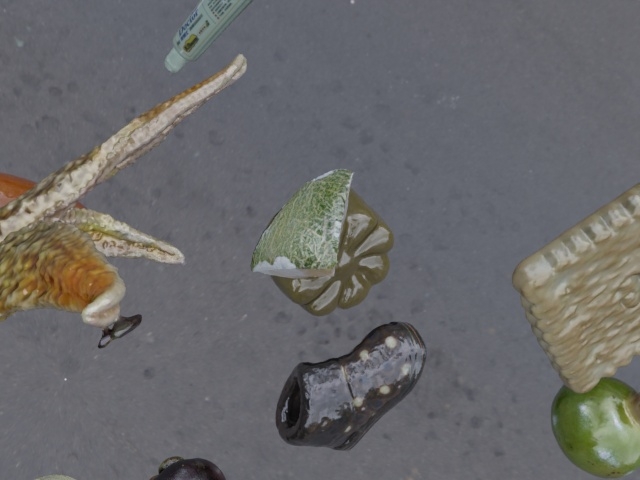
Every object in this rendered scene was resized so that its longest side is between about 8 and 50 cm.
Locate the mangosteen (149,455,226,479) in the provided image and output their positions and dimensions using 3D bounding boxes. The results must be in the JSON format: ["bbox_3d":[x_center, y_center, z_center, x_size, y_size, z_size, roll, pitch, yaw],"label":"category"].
[{"bbox_3d":[-0.317,0.582,1.552,0.194,0.230,0.194,-9,113,-23],"label":"mangosteen"}]

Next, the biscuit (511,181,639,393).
[{"bbox_3d":[0.339,0.003,0.626,0.325,0.044,0.217,-35,127,4],"label":"biscuit"}]

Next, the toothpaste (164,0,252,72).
[{"bbox_3d":[-0.126,-0.299,0.850,0.037,0.255,0.067,-22,78,-52],"label":"toothpaste"}]

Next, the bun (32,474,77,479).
[{"bbox_3d":[-0.483,0.532,1.181,0.229,0.145,0.229,17,62,-34],"label":"bun"}]

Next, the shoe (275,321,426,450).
[{"bbox_3d":[0.052,0.325,1.516,0.237,0.384,0.171,15,34,-36],"label":"shoe"}]

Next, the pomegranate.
[{"bbox_3d":[0.492,0.306,1.147,0.179,0.210,0.179,2,49,-2],"label":"pomegranate"}]

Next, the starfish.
[{"bbox_3d":[-0.215,0.045,0.484,0.132,0.384,0.398,56,28,-12],"label":"starfish"}]

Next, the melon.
[{"bbox_3d":[-0.001,0.000,0.921,0.093,0.139,0.202,35,99,-33],"label":"melon"}]

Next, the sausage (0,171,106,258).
[{"bbox_3d":[-0.442,-0.027,0.992,0.258,0.133,0.133,20,72,-6],"label":"sausage"}]

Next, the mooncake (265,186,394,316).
[{"bbox_3d":[0.030,0.036,1.935,0.378,0.378,0.201,-17,41,-20],"label":"mooncake"}]
